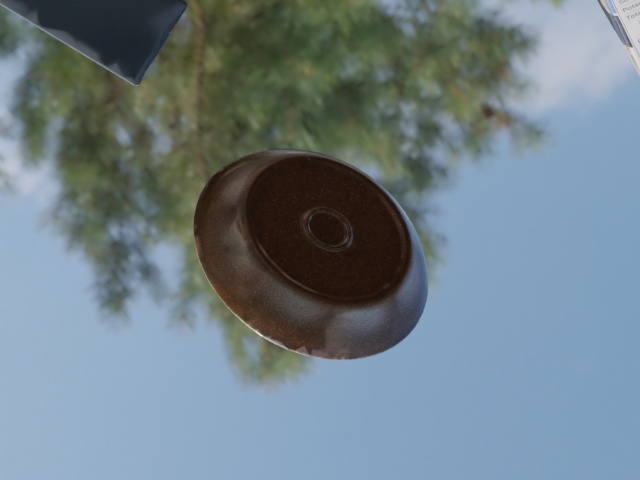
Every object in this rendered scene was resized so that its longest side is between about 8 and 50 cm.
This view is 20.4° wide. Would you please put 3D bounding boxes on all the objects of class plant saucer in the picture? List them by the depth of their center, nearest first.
[{"bbox_3d":[0.000,0.000,1.386,0.036,0.199,0.198,-57,-172,48],"label":"plant saucer"}]

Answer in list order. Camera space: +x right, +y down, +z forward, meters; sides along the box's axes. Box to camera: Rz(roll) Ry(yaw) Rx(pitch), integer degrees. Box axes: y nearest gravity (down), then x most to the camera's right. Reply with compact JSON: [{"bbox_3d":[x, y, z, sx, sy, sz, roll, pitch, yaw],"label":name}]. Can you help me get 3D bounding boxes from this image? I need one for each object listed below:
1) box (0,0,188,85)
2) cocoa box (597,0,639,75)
[{"bbox_3d":[-0.277,-0.269,1.725,0.103,0.261,0.184,-56,-158,6],"label":"box"},{"bbox_3d":[0.263,-0.337,1.361,0.231,0.228,0.347,-27,-134,11],"label":"cocoa box"}]
